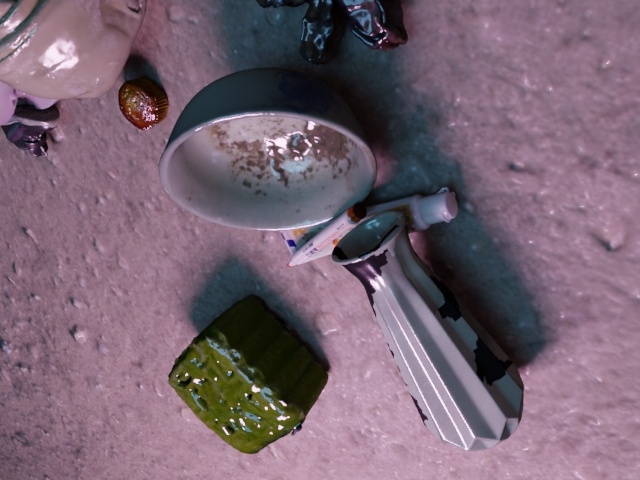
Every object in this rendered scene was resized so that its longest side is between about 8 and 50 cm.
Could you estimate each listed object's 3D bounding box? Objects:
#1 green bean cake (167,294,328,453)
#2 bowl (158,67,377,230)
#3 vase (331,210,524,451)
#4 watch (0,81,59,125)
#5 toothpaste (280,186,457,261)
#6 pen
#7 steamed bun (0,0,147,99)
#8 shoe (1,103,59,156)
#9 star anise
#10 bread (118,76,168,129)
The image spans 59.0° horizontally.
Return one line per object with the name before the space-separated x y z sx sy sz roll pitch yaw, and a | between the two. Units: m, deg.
green bean cake | -0.146 0.268 1.084 0.247 0.156 0.250 46 129 0
bowl | -0.071 -0.141 0.783 0.289 0.146 0.289 -3 154 -1
vase | 0.157 0.134 0.815 0.165 0.165 0.360 -21 111 36
watch | -0.593 -0.295 0.962 0.244 0.231 0.196 37 126 9
toothpaste | 0.061 -0.019 0.871 0.314 0.056 0.058 -13 67 39
pen | 0.000 0.000 0.881 0.026 0.026 0.218 48 140 -4
steamed bun | -0.415 -0.374 0.790 0.309 0.219 0.324 37 111 6
shoe | -0.557 -0.209 1.095 0.168 0.071 0.100 9 124 29
star anise | 0.019 -0.312 0.696 0.214 0.099 0.220 46 129 10
bread | -0.301 -0.227 0.948 0.085 0.053 0.085 14 123 22
